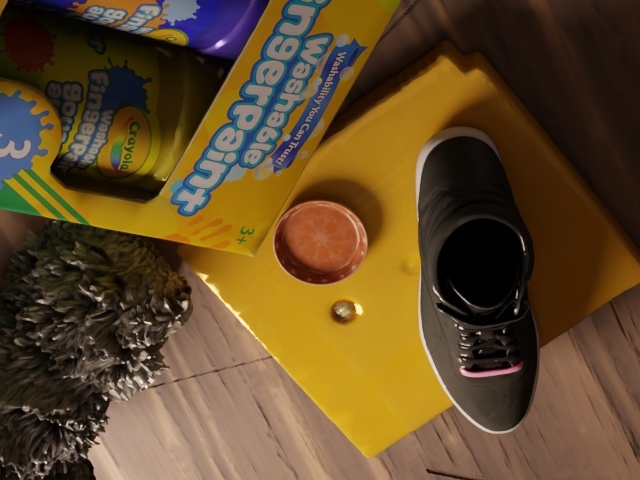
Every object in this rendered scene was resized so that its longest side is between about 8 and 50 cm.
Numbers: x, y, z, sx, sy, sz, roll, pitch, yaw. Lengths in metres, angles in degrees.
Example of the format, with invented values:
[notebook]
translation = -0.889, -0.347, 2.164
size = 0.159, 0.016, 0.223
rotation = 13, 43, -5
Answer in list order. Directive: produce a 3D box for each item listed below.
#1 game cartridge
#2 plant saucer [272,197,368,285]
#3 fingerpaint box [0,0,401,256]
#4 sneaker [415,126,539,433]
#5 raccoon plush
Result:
[game cartridge]
translation = 0.082, 0.011, 1.651
size = 0.323, 0.053, 0.285
rotation = -35, 110, 16
[plant saucer]
translation = 0.000, 0.000, 1.612
size = 0.083, 0.013, 0.083
rotation = 0, 117, 1
[fingerpaint box]
translation = -0.126, -0.226, 1.386
size = 0.371, 0.163, 0.445
rotation = 12, 121, -37
[sneaker]
translation = 0.134, 0.065, 1.567
size = 0.104, 0.147, 0.296
rotation = -8, 117, 4
[raccoon plush]
translation = -0.277, 0.153, 1.545
size = 0.216, 0.446, 0.299
rotation = 36, 127, -1
